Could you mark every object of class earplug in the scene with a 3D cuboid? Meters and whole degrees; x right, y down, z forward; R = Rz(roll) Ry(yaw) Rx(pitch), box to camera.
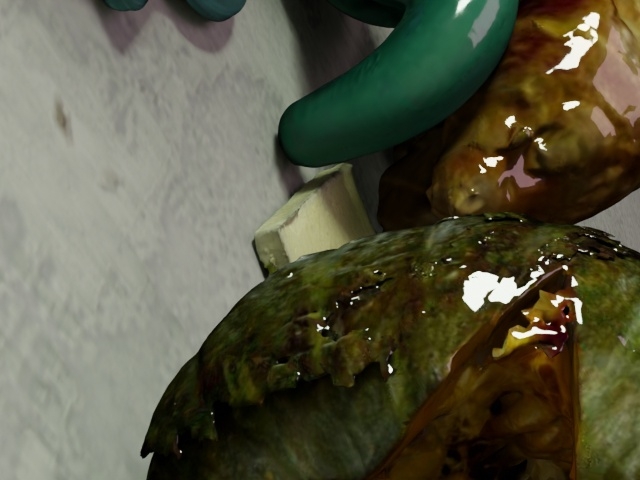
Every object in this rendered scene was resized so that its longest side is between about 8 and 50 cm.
[{"bbox_3d":[0.054,-0.188,0.941,0.280,0.164,0.257,-112,-153,-77],"label":"earplug"}]

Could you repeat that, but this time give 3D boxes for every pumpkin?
[{"bbox_3d":[0.075,0.139,0.578,0.192,0.320,0.320,-14,89,-69],"label":"pumpkin"}]

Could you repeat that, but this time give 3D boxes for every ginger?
[{"bbox_3d":[0.154,-0.114,0.984,0.152,0.274,0.357,54,21,-22],"label":"ginger"}]

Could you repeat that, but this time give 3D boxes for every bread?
[{"bbox_3d":[0.000,0.000,0.866,0.068,0.028,0.153,69,23,-13],"label":"bread"}]

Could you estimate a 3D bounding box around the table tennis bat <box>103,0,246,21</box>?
[{"bbox_3d":[-0.085,-0.178,0.772,0.124,0.033,0.201,63,22,-20],"label":"table tennis bat"}]
